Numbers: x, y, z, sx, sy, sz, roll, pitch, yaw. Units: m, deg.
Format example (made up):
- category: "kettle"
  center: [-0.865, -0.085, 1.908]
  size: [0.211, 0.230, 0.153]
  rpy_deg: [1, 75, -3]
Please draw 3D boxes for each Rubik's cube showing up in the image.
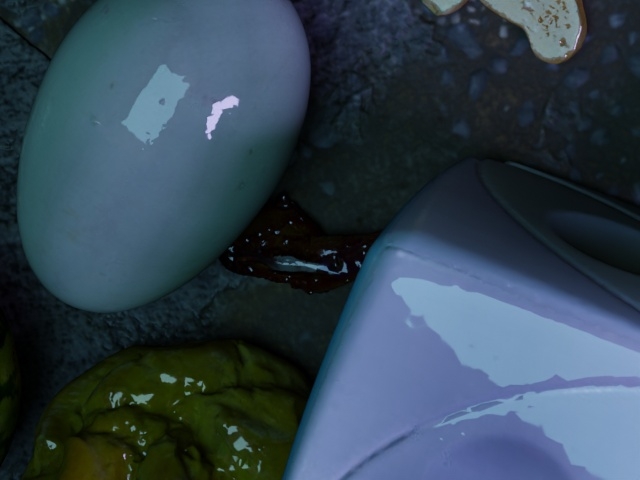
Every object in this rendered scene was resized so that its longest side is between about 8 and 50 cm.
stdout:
- category: "Rubik's cube"
  center: [0.186, 0.159, 1.319]
  size: [0.347, 0.351, 0.352]
  rpy_deg: [23, 112, 12]

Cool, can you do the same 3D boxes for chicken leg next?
- category: "chicken leg"
  center: [-0.002, 0.007, 1.509]
  size: [0.205, 0.053, 0.093]
  rpy_deg: [9, 92, 13]

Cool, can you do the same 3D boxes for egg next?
- category: "egg"
  center: [-0.149, -0.089, 1.433]
  size: [0.230, 0.230, 0.371]
  rpy_deg: [38, 117, 6]

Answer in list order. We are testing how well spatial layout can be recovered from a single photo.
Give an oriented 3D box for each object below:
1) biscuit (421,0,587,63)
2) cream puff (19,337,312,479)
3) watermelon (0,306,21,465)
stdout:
- category: "biscuit"
  center: [0.142, -0.263, 1.398]
  size: [0.234, 0.030, 0.153]
  rpy_deg: [26, 109, 11]
- category: "cream puff"
  center: [-0.138, 0.258, 1.508]
  size: [0.324, 0.257, 0.291]
  rpy_deg: [26, 114, 11]
- category: "watermelon"
  center: [-0.432, 0.144, 1.570]
  size: [0.285, 0.285, 0.285]
  rpy_deg: [5, 105, 18]
